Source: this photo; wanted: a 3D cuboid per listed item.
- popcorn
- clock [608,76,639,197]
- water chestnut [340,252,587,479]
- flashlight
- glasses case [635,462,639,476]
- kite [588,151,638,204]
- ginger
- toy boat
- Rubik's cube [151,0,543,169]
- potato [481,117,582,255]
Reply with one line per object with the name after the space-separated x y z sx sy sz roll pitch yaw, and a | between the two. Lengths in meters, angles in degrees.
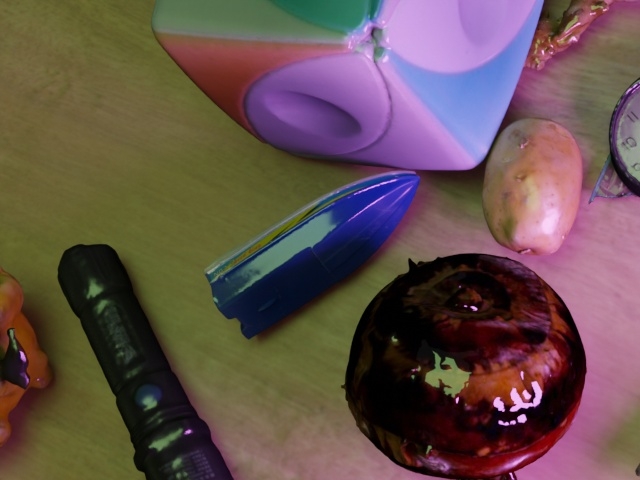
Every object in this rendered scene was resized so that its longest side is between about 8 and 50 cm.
-0.516 0.146 1.951 0.316 0.281 0.297 41 81 -12 | popcorn
0.436 -0.128 1.784 0.185 0.040 0.184 -6 69 17 | clock
0.166 0.168 1.698 0.300 0.300 0.300 -7 69 18 | water chestnut
-0.227 0.177 1.908 0.103 0.103 0.424 -33 62 6 | flashlight
0.492 0.183 1.644 0.308 0.083 0.128 -47 68 -1 | glasses case
0.502 -0.151 1.801 0.406 0.014 0.368 -23 65 10 | kite
0.312 -0.287 1.903 0.193 0.052 0.176 17 77 33 | ginger
0.000 0.000 1.871 0.295 0.129 0.088 -34 52 5 | toy boat
0.045 -0.306 1.817 0.347 0.352 0.351 9 69 33 | Rubik's cube
0.257 -0.068 1.809 0.118 0.109 0.178 -13 58 40 | potato
